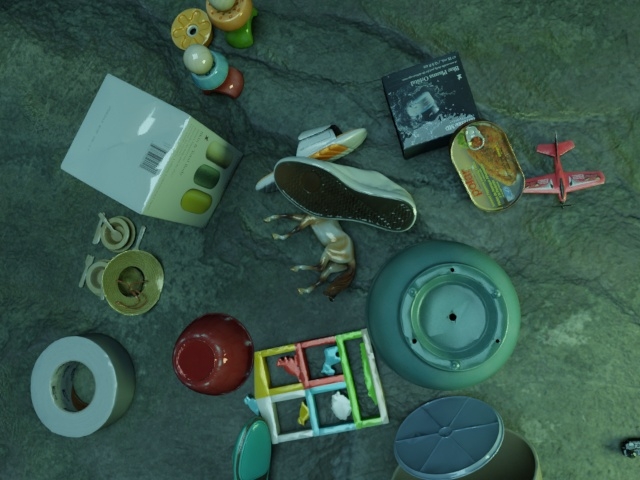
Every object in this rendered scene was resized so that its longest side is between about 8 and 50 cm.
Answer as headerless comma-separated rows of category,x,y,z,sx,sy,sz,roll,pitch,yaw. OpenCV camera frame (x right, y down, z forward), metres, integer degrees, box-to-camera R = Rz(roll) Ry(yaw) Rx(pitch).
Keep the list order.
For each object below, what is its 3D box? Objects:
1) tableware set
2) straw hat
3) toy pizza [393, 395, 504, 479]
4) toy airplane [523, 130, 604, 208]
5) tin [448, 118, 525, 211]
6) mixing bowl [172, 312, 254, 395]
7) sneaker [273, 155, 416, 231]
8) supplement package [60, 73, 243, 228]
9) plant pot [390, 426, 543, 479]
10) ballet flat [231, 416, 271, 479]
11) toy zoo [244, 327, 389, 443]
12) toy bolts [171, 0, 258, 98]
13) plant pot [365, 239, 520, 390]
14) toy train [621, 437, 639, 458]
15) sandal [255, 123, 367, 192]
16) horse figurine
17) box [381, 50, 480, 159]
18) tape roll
tableware set,-0.492,0.035,1.139,0.128,0.039,0.194,17,89,13
straw hat,-0.429,0.092,1.105,0.061,0.144,0.145,3,84,52
toy pizza,0.230,0.356,0.885,0.201,0.201,0.032,-21,105,10
toy airplane,0.460,-0.135,0.955,0.151,0.028,0.151,-2,85,17
tin,0.315,-0.142,0.939,0.106,0.040,0.190,-29,112,11
mixing bowl,-0.242,0.245,1.037,0.181,0.098,0.182,-1,84,12
sneaker,0.050,-0.100,0.992,0.289,0.123,0.106,21,117,0
supplement package,-0.325,-0.165,1.005,0.197,0.262,0.199,28,92,12
plant pot,0.285,0.512,0.845,0.256,0.256,0.274,-21,97,10
ballet flat,-0.148,0.480,1.002,0.087,0.083,0.248,-6,87,51
toy zoo,-0.021,0.304,1.018,0.292,0.030,0.193,-13,82,10
toy bolts,-0.257,-0.440,1.069,0.218,0.158,0.229,4,86,12
plant pot,0.225,0.133,0.882,0.292,0.196,0.294,-1,83,6
toy train,0.623,0.365,0.879,0.158,0.027,0.036,-9,73,12
sandal,-0.032,-0.188,1.028,0.265,0.102,0.076,-26,83,11
horse figurine,0.000,0.000,1.013,0.174,0.066,0.263,-24,71,-12
box,0.220,-0.266,0.986,0.155,0.093,0.159,-17,83,10
tape roll,-0.533,0.322,1.106,0.219,0.072,0.220,-1,85,13
